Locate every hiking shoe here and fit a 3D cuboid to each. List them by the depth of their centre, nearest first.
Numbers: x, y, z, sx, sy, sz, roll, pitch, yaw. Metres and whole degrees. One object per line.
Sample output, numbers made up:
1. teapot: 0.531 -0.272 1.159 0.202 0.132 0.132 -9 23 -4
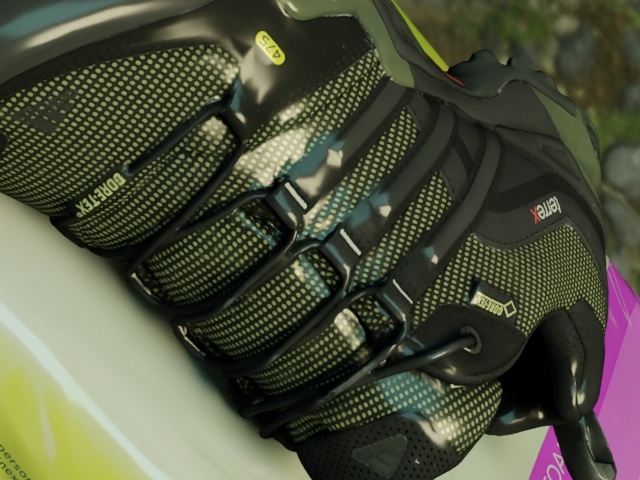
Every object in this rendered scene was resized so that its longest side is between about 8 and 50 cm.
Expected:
1. hiking shoe: 0.000 0.000 0.383 0.227 0.086 0.114 14 54 -42

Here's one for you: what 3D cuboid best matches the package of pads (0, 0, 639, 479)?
1. package of pads: -0.017 0.032 0.493 0.296 0.101 0.229 48 41 -13
